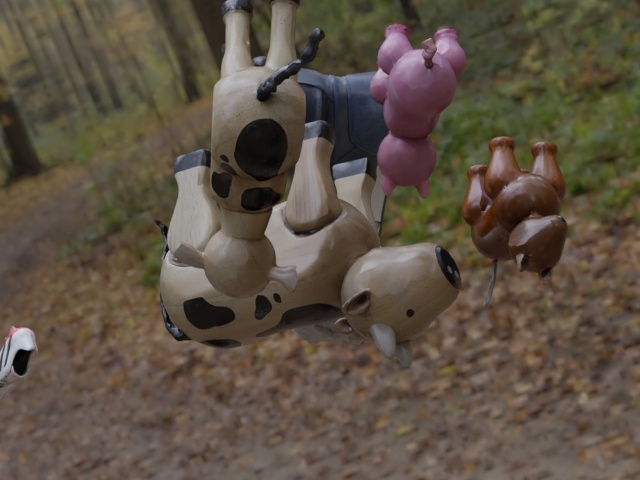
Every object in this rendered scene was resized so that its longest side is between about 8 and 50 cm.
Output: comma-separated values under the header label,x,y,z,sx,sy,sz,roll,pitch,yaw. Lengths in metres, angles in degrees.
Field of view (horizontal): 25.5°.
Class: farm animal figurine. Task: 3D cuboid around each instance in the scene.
label,x,y,z,sx,sy,sz,roll,pitch,yaw
farm animal figurine,0.000,0.000,0.957,0.330,0.172,0.327,21,-31,-38

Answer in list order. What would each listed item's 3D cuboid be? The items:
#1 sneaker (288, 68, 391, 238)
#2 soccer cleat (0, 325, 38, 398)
label,x,y,z,sx,sy,sz,roll,pitch,yaw
sneaker,-0.021,-0.055,1.233,0.164,0.226,0.086,0,39,-19
soccer cleat,-0.262,0.110,1.186,0.029,0.035,0.083,15,-64,-43
